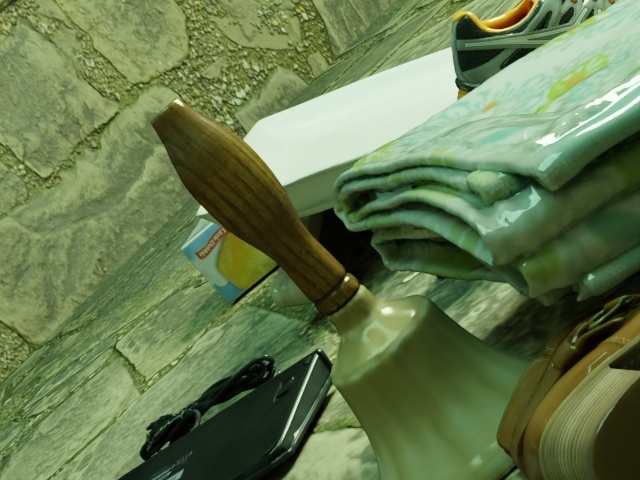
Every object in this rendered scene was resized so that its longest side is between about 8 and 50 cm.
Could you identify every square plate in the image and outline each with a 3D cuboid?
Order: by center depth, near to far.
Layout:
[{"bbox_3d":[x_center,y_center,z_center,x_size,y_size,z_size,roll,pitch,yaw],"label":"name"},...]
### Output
[{"bbox_3d":[0.078,-0.111,1.366,0.344,0.049,0.347,-19,15,13],"label":"square plate"}]

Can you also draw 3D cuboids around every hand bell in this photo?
[{"bbox_3d":[0.003,0.020,0.757,0.126,0.242,0.126,-41,9,8],"label":"hand bell"}]

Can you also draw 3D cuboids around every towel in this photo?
[{"bbox_3d":[0.198,-0.097,0.805,0.374,0.090,0.320,-32,9,-10],"label":"towel"}]

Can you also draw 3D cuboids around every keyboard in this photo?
[{"bbox_3d":[-0.103,0.174,1.142,0.317,0.033,0.201,-35,18,34],"label":"keyboard"}]

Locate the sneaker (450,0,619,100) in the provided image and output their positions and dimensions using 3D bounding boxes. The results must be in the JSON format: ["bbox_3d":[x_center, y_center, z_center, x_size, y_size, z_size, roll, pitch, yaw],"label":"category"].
[{"bbox_3d":[0.203,-0.170,1.163,0.215,0.083,0.084,-21,16,-4],"label":"sneaker"}]

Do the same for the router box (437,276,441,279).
[{"bbox_3d":[0.102,-0.035,1.061,0.122,0.092,0.038,-33,13,45],"label":"router box"}]

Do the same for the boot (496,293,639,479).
[{"bbox_3d":[0.157,0.033,0.616,0.197,0.073,0.152,-38,2,-8],"label":"boot"}]

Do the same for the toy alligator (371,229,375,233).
[{"bbox_3d":[0.109,-0.036,1.188,0.190,0.056,0.051,-41,51,39],"label":"toy alligator"}]

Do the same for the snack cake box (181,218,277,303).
[{"bbox_3d":[-0.027,-0.058,1.693,0.264,0.089,0.152,-39,8,15],"label":"snack cake box"}]

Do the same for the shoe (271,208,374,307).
[{"bbox_3d":[0.000,0.000,1.362,0.058,0.076,0.219,-33,14,22],"label":"shoe"}]
